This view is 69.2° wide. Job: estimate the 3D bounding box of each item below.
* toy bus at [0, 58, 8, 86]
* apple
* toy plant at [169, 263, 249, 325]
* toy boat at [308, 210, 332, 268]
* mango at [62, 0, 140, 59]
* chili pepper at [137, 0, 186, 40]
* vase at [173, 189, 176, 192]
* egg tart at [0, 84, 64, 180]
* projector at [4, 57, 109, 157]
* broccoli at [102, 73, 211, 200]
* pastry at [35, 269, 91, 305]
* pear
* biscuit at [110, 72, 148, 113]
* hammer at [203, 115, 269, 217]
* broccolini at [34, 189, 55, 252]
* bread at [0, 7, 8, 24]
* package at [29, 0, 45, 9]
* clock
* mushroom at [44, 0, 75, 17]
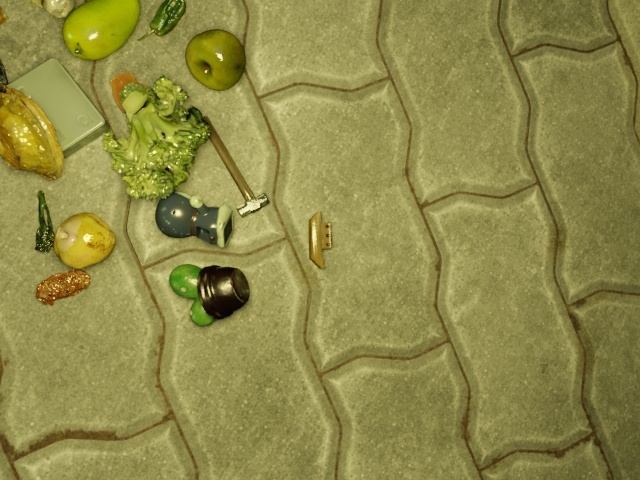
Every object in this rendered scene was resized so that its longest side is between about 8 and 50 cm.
[{"bbox_3d":[-1.039,-0.514,1.385,0.108,0.199,0.096,-15,90,1],"label":"toy bus"},{"bbox_3d":[-0.336,-0.593,1.518,0.196,0.196,0.156,34,60,-7],"label":"apple"},{"bbox_3d":[-0.361,0.164,1.500,0.235,0.175,0.217,-16,97,15],"label":"toy plant"},{"bbox_3d":[0.000,0.000,1.619,0.077,0.057,0.200,0,88,-16],"label":"toy boat"},{"bbox_3d":[-0.690,-0.696,1.483,0.175,0.143,0.293,30,71,10],"label":"mango"},{"bbox_3d":[-0.521,-0.733,1.550,0.072,0.073,0.204,36,83,-21],"label":"chili pepper"},{"bbox_3d":[-0.533,-0.168,1.532,0.101,0.053,0.053,23,84,-13],"label":"vase"},{"bbox_3d":[-0.882,-0.300,1.361,0.294,0.295,0.116,52,51,-5],"label":"egg tart"},{"bbox_3d":[-0.826,-0.412,1.467,0.192,0.099,0.256,-38,95,-10],"label":"projector"},{"bbox_3d":[-0.512,-0.324,1.436,0.277,0.317,0.338,20,40,16],"label":"broccoli"},{"bbox_3d":[-0.818,0.144,1.463,0.170,0.063,0.087,-26,95,-11],"label":"pastry"},{"bbox_3d":[-0.731,0.004,1.433,0.178,0.178,0.177,0,88,-10],"label":"pear"},{"bbox_3d":[-0.627,-0.487,1.542,0.118,0.023,0.139,-12,89,-11],"label":"biscuit"},{"bbox_3d":[-0.311,-0.257,1.585,0.111,0.043,0.365,-30,91,-9],"label":"hammer"},{"bbox_3d":[-0.874,-0.060,1.480,0.074,0.058,0.201,-5,73,-24],"label":"broccolini"},{"bbox_3d":[-1.036,-0.718,1.447,0.070,0.083,0.076,-44,99,-18],"label":"bread"},{"bbox_3d":[-0.929,-0.818,1.497,0.121,0.031,0.107,20,85,-16],"label":"package"},{"bbox_3d":[-0.406,-0.072,1.487,0.244,0.199,0.146,14,53,1],"label":"clock"},{"bbox_3d":[-0.828,-0.813,1.467,0.099,0.096,0.277,-27,64,29],"label":"mushroom"}]
